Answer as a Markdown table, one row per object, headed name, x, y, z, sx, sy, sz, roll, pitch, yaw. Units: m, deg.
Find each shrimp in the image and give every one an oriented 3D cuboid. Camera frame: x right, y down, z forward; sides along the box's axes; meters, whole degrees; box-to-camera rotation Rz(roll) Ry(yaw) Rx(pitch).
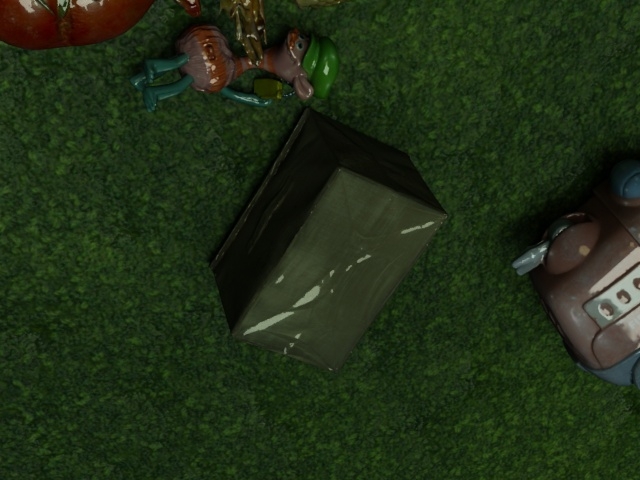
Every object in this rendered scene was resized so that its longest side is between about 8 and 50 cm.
| name | x | y | z | sx | sy | sz | roll | pitch | yaw |
| --- | --- | --- | --- | --- | --- | --- | --- | --- | --- |
| shrimp | -0.109 | -0.270 | 0.962 | 0.133 | 0.053 | 0.236 | -35 | 115 | -43 |

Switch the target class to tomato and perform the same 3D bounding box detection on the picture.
| name | x | y | z | sx | sy | sz | roll | pitch | yaw |
| --- | --- | --- | --- | --- | --- | --- | --- | --- | --- |
| tomato | -0.243 | -0.271 | 0.954 | 0.224 | 0.085 | 0.225 | -7 | 120 | -12 |

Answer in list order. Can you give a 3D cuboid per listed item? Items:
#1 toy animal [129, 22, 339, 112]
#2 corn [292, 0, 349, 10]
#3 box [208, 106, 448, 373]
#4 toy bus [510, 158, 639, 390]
| name | x | y | z | sx | sy | sz | roll | pitch | yaw |
| --- | --- | --- | --- | --- | --- | --- | --- | --- | --- |
| toy animal | -0.088 | -0.170 | 1.061 | 0.208 | 0.100 | 0.103 | -10 | 146 | -19 |
| corn | 0.102 | -0.302 | 1.027 | 0.288 | 0.086 | 0.087 | -21 | 125 | 0 |
| box | 0.000 | 0.000 | 1.150 | 0.155 | 0.149 | 0.231 | 23 | 112 | -28 |
| toy bus | 0.392 | 0.023 | 1.258 | 0.294 | 0.197 | 0.232 | -41 | 112 | 14 |
